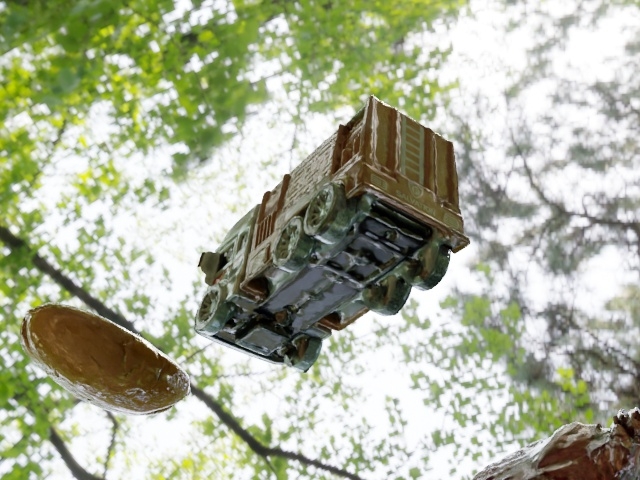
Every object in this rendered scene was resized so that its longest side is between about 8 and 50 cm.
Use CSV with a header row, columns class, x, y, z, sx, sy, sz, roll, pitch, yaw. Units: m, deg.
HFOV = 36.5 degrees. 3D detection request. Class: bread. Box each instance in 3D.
class,x,y,z,sx,sy,sz,roll,pitch,yaw
bread,-0.226,0.131,1.002,0.189,0.114,0.077,32,-133,-13

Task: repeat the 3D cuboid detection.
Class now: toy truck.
class,x,y,z,sx,sy,sz,roll,pitch,yaw
toy truck,0.000,0.000,0.961,0.305,0.136,0.162,-39,-145,42

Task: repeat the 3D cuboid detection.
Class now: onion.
class,x,y,z,sx,sy,sz,roll,pitch,yaw
onion,0.187,0.258,0.862,0.159,0.348,0.267,22,-158,30
